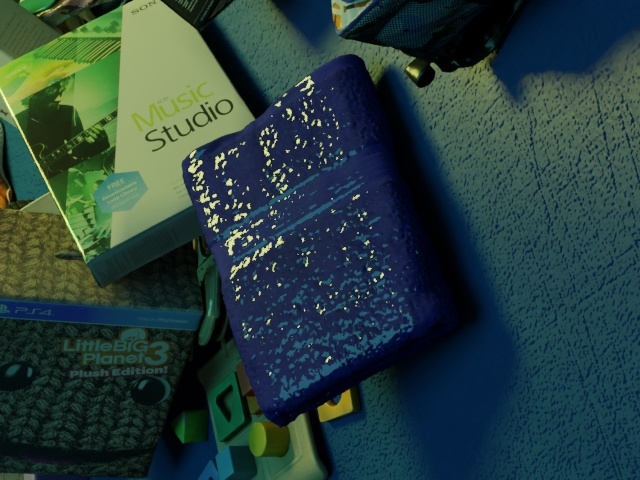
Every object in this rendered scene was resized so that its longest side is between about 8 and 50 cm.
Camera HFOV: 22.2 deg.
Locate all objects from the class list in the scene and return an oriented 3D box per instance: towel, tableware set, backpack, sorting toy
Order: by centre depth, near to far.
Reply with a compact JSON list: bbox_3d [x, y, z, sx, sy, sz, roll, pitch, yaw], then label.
[{"bbox_3d":[0.095,-0.317,1.386,0.263,0.213,0.276,-31,62,39],"label":"backpack"},{"bbox_3d":[0.000,0.000,1.577,0.227,0.076,0.308,-31,60,23],"label":"towel"},{"bbox_3d":[-0.076,0.195,1.757,0.347,0.047,0.196,-44,56,46],"label":"sorting toy"},{"bbox_3d":[-0.108,0.025,1.785,0.128,0.039,0.194,125,150,-57],"label":"tableware set"}]

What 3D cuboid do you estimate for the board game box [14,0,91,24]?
[{"bbox_3d":[-0.341,-0.344,2.122,0.141,0.048,0.170,54,132,36],"label":"board game box"}]

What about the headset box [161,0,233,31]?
[{"bbox_3d":[-0.155,-0.404,1.656,0.283,0.131,0.246,38,133,1],"label":"headset box"}]

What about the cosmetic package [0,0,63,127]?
[{"bbox_3d":[-0.369,-0.210,2.011,0.117,0.231,0.085,-39,23,48],"label":"cosmetic package"}]

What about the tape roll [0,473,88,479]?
[{"bbox_3d":[-0.386,0.311,2.172,0.189,0.080,0.189,4,95,55],"label":"tape roll"}]

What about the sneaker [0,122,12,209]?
[{"bbox_3d":[-0.478,-0.092,2.305,0.064,0.067,0.175,-32,67,49],"label":"sneaker"}]

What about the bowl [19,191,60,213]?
[{"bbox_3d":[-0.302,-0.004,2.021,0.142,0.142,0.053,52,169,39],"label":"bowl"}]

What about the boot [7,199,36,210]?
[{"bbox_3d":[-0.356,0.067,2.128,0.246,0.083,0.161,49,134,42],"label":"boot"}]

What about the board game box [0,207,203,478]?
[{"bbox_3d":[-0.281,0.120,1.832,0.141,0.232,0.291,-104,25,-44],"label":"board game box"}]

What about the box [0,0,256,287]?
[{"bbox_3d":[-0.202,-0.124,1.789,0.322,0.232,0.058,57,172,38],"label":"box"}]

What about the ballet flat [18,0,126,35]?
[{"bbox_3d":[-0.299,-0.288,2.015,0.221,0.079,0.077,-21,28,36],"label":"ballet flat"}]
